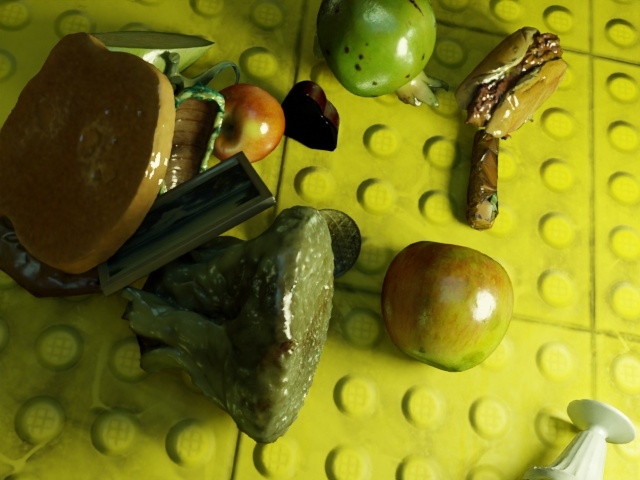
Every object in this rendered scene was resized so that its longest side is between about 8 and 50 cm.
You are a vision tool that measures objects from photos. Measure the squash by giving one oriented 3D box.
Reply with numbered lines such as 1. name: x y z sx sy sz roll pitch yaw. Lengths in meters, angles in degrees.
1. squash: -0.352 -0.383 1.641 0.189 0.189 0.260 42 71 8

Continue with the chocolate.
1. chocolate: -0.021 -0.252 1.700 0.149 0.125 0.080 47 51 -29

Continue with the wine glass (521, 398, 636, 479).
1. wine glass: 0.463 0.397 1.490 0.164 0.165 0.196 37 59 6

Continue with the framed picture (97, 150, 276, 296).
1. framed picture: -0.242 -0.037 1.442 0.314 0.024 0.232 -30 31 -4

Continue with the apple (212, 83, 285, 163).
1. apple: -0.149 -0.225 1.633 0.163 0.163 0.139 44 25 9

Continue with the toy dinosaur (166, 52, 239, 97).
1. toy dinosaur: -0.286 -0.270 1.593 0.076 0.147 0.363 37 61 18

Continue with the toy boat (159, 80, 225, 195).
1. toy boat: -0.253 -0.156 1.568 0.108 0.293 0.099 1 28 -30

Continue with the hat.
1. hat: 0.000 0.000 1.619 0.145 0.067 0.146 -6 110 -17

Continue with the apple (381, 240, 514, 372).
1. apple: 0.225 0.121 1.541 0.246 0.246 0.227 15 85 -4

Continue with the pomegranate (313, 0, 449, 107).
1. pomegranate: 0.133 -0.400 1.719 0.340 0.260 0.261 37 63 -27

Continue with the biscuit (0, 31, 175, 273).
1. biscuit: -0.409 -0.149 1.447 0.365 0.062 0.385 31 94 28

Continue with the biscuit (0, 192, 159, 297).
1. biscuit: -0.462 -0.062 1.566 0.358 0.046 0.359 4 67 -10

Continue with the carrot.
1. carrot: 0.336 -0.130 1.730 0.068 0.069 0.229 11 65 -6

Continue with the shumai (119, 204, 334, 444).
1. shumai: -0.155 0.117 1.407 0.323 0.324 0.398 12 102 14

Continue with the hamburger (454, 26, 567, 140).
1. hamburger: 0.409 -0.338 1.773 0.155 0.282 0.245 39 108 16
